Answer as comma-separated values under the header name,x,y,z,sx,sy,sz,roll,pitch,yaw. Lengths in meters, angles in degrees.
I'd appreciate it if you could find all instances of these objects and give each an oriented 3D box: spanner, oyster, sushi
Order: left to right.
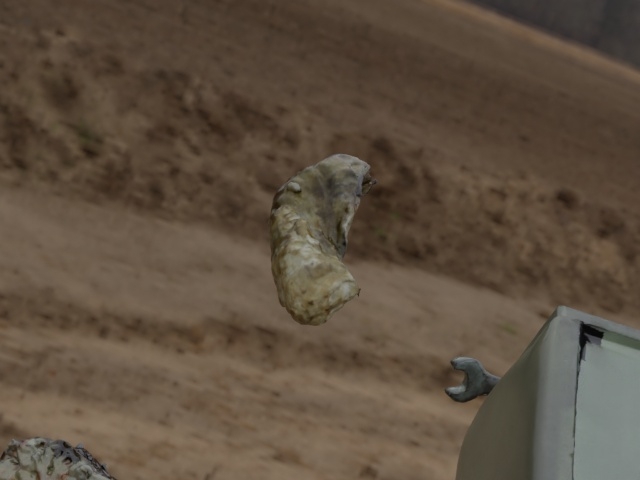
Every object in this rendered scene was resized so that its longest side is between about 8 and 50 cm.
name,x,y,z,sx,sy,sz,roll,pitch,yaw
sushi,-0.160,0.198,1.001,0.150,0.090,0.078,38,-8,17
oyster,-0.005,0.004,1.399,0.094,0.166,0.294,12,-7,0
spanner,0.251,0.180,1.656,0.254,0.054,0.015,17,11,-23

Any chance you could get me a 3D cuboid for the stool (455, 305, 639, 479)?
name,x,y,z,sx,sy,sz,roll,pitch,yaw
stool,0.234,0.217,0.978,0.270,0.170,0.243,17,50,-7
